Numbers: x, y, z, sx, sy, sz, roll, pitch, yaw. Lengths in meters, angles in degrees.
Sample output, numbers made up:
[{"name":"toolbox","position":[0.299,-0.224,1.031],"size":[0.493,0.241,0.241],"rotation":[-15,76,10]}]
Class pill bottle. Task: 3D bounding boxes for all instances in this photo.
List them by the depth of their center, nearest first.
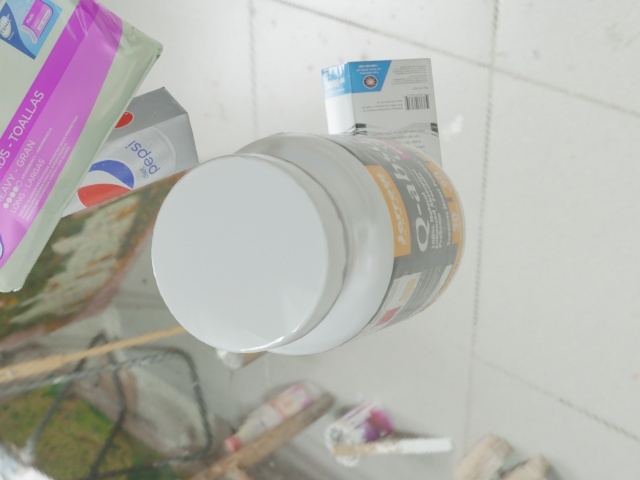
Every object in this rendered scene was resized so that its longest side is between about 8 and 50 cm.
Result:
[{"name":"pill bottle","position":[0.000,0.000,0.873],"size":[0.162,0.278,0.162],"rotation":[2,94,23]}]

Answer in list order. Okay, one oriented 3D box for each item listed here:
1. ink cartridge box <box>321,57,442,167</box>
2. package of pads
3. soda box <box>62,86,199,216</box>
[{"name":"ink cartridge box","position":[0.092,-0.158,1.678],"size":[0.086,0.148,0.203],"rotation":[-1,95,59]},{"name":"package of pads","position":[-0.292,-0.118,0.796],"size":[0.296,0.229,0.101],"rotation":[33,172,-29]},{"name":"soda box","position":[-0.320,-0.112,1.595],"size":[0.098,0.286,0.091],"rotation":[47,154,48]}]
